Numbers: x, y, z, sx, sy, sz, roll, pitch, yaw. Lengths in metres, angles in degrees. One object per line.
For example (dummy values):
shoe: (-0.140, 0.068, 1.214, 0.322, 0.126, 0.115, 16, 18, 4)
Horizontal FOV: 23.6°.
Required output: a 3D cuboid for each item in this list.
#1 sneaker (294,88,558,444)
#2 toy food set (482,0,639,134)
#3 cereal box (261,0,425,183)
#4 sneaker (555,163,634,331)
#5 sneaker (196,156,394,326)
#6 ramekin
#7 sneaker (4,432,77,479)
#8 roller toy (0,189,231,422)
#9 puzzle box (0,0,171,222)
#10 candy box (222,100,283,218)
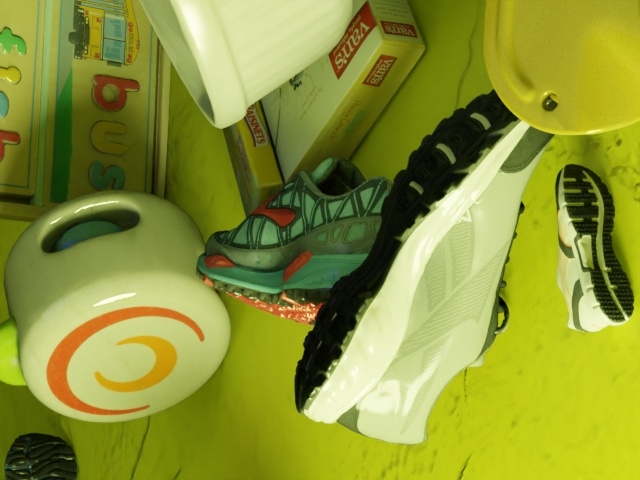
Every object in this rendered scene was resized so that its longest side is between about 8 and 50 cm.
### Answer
sneaker: (0.087, 0.015, 1.023, 0.271, 0.108, 0.100, -59, 16, 11)
toy food set: (0.173, -0.170, 0.931, 0.128, 0.071, 0.217, 7, 93, 37)
cereal box: (-0.003, -0.187, 1.256, 0.173, 0.047, 0.240, -55, 40, 41)
sneaker: (0.158, 0.005, 0.940, 0.044, 0.040, 0.109, -39, 51, 54)
sneaker: (0.000, 0.000, 1.195, 0.262, 0.104, 0.125, 4, 71, 57)
ramekin: (-0.079, -0.228, 1.118, 0.272, 0.127, 0.273, 62, 173, 14)
sneaker: (-0.306, 0.309, 1.678, 0.087, 0.083, 0.221, 117, 149, -45)
roller toy: (-0.184, 0.056, 1.391, 0.191, 0.209, 0.146, -49, 42, 27)
puzzle box: (-0.274, -0.218, 1.522, 0.052, 0.272, 0.408, -10, 77, 56)
candy box: (-0.066, -0.095, 1.337, 0.105, 0.027, 0.205, 97, 161, -54)
